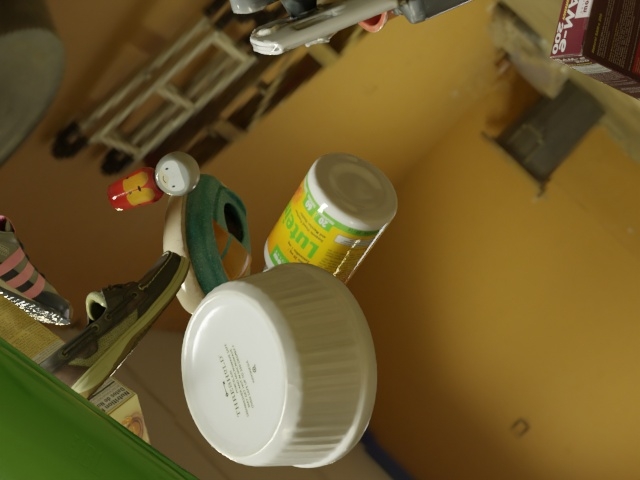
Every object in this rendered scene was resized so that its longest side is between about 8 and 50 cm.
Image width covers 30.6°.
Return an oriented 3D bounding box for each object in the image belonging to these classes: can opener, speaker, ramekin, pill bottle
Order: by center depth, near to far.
[{"bbox_3d":[-0.186,0.161,0.776,0.296,0.131,0.131,41,-172,-21],"label":"speaker"},{"bbox_3d":[0.068,-0.219,0.894,0.076,0.283,0.095,-127,14,-64],"label":"can opener"},{"bbox_3d":[-0.065,0.163,1.492,0.127,0.273,0.273,-3,-139,-44],"label":"ramekin"},{"bbox_3d":[0.000,0.000,1.711,0.136,0.246,0.136,18,-136,-17],"label":"pill bottle"}]

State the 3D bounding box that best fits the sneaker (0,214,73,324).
[{"bbox_3d":[-0.487,0.036,1.845,0.112,0.131,0.319,0,157,26],"label":"sneaker"}]

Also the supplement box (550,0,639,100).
[{"bbox_3d":[0.478,-0.307,1.827,0.239,0.130,0.073,18,173,-32],"label":"supplement box"}]

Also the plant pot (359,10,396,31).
[{"bbox_3d":[0.157,-0.473,1.693,0.272,0.265,0.272,159,90,-79],"label":"plant pot"}]

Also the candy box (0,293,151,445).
[{"bbox_3d":[-0.372,0.226,1.652,0.316,0.087,0.183,28,142,34],"label":"candy box"}]

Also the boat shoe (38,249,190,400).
[{"bbox_3d":[-0.223,0.082,1.274,0.073,0.223,0.080,41,144,-10],"label":"boat shoe"}]

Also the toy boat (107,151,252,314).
[{"bbox_3d":[-0.196,-0.025,1.876,0.318,0.148,0.267,48,-151,-49],"label":"toy boat"}]
